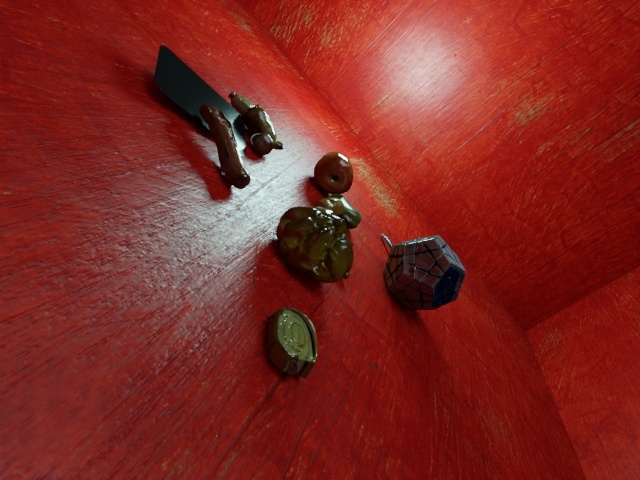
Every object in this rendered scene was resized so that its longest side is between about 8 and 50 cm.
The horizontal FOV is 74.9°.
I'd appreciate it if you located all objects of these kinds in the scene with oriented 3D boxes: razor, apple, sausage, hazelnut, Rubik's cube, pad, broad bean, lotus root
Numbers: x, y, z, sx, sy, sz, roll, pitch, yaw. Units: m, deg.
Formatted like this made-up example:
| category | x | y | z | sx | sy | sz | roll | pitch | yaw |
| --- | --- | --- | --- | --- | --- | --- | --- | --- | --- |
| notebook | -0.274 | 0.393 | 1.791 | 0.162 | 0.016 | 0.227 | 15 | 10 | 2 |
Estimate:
| category | x | y | z | sx | sy | sz | roll | pitch | yaw |
| --- | --- | --- | --- | --- | --- | --- | --- | --- | --- |
| razor | 0.321 | 0.032 | 1.946 | 0.068 | 0.037 | 0.191 | 31 | 29 | -36 |
| apple | 0.055 | -0.291 | 1.794 | 0.199 | 0.199 | 0.199 | 40 | 24 | -22 |
| sausage | -0.281 | -0.281 | 1.232 | 0.078 | 0.078 | 0.304 | 8 | 55 | -59 |
| hazelnut | -0.212 | -0.348 | 1.506 | 0.086 | 0.086 | 0.086 | 40 | 24 | -22 |
| Rubik's cube | 0.407 | 0.127 | 1.654 | 0.319 | 0.318 | 0.264 | 29 | 2 | -41 |
| pad | -0.389 | -0.406 | 1.339 | 0.375 | 0.063 | 0.314 | 38 | 31 | -43 |
| broad bean | 0.096 | -0.118 | 1.719 | 0.174 | 0.082 | 0.124 | 47 | 20 | 20 |
| lotus root | -0.215 | -0.412 | 1.567 | 0.190 | 0.095 | 0.108 | 59 | -2 | -7 |
| lotus root | -0.294 | -0.515 | 1.622 | 0.150 | 0.062 | 0.073 | 40 | 32 | -22 |

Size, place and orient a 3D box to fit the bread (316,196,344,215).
| category | x | y | z | sx | sy | sz | roll | pitch | yaw |
| --- | --- | --- | --- | --- | --- | --- | --- | --- | --- |
| bread | 0.042 | -0.134 | 1.615 | 0.115 | 0.056 | 0.082 | -12 | 60 | -33 |

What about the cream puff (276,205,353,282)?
| category | x | y | z | sx | sy | sz | roll | pitch | yaw |
| --- | --- | --- | --- | --- | --- | --- | --- | --- | --- |
| cream puff | -0.012 | 0.007 | 1.205 | 0.245 | 0.196 | 0.244 | 20 | 12 | -4 |

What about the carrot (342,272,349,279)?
| category | x | y | z | sx | sy | sz | roll | pitch | yaw |
| --- | --- | --- | --- | --- | --- | --- | --- | --- | --- |
| carrot | 0.059 | 0.068 | 1.391 | 0.139 | 0.048 | 0.048 | 59 | 24 | 16 |

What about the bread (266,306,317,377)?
| category | x | y | z | sx | sy | sz | roll | pitch | yaw |
| --- | --- | --- | --- | --- | --- | --- | --- | --- | --- |
| bread | -0.062 | 0.219 | 0.897 | 0.118 | 0.064 | 0.156 | 35 | 28 | -23 |
